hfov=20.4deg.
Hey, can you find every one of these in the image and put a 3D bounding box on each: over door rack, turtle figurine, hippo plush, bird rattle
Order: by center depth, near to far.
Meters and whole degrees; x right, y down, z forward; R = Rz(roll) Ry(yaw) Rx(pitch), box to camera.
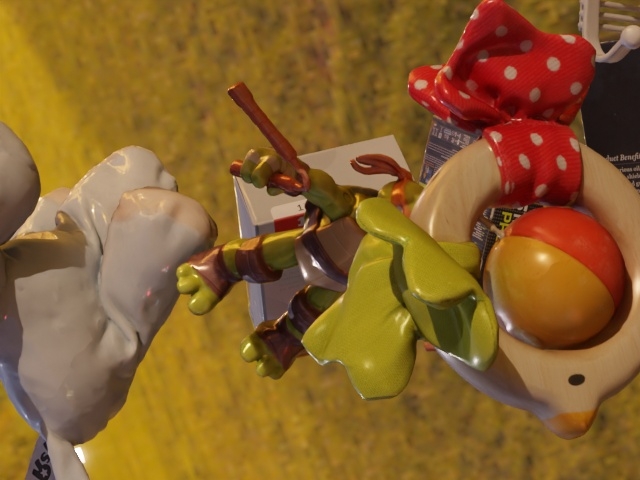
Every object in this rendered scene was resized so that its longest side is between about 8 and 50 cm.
[{"bbox_3d":[0.110,-0.001,1.028,0.207,0.253,0.143,40,144,-9],"label":"bird rattle"},{"bbox_3d":[0.000,0.000,1.200,0.269,0.217,0.087,37,-133,-23],"label":"turtle figurine"},{"bbox_3d":[-0.250,0.031,1.313,0.237,0.294,0.234,28,169,-33],"label":"hippo plush"},{"bbox_3d":[0.312,-0.296,1.419,0.108,0.240,0.324,-14,77,56],"label":"over door rack"}]

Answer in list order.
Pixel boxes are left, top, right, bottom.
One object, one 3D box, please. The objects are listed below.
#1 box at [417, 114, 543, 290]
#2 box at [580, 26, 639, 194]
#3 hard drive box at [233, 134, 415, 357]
[{"bbox_3d":[0.174,-0.023,2.063,0.270,0.060,0.216,-145,66,-72],"label":"box"},{"bbox_3d":[0.460,-0.120,2.102,0.183,0.296,0.294,-3,100,40],"label":"box"},{"bbox_3d":[0.009,0.012,1.944,0.232,0.181,0.089,85,168,-47],"label":"hard drive box"}]
